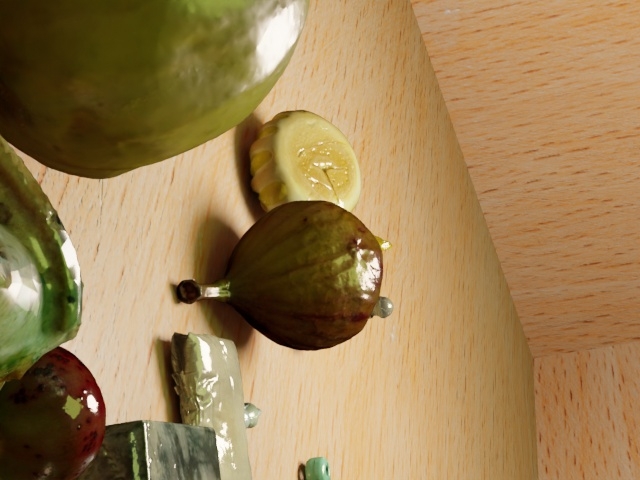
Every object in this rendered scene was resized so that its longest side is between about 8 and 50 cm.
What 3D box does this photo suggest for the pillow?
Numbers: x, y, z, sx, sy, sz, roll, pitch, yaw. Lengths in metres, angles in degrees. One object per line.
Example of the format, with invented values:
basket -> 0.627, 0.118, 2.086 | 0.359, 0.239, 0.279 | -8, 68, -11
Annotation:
pillow -> -0.129, 0.228, 1.417 | 0.148, 0.050, 0.230 | 13, 70, -61

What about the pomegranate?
pomegranate -> -0.251, 0.145, 0.969 | 0.159, 0.129, 0.130 | 25, 55, -64

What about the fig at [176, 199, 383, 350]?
fig -> -0.072, 0.046, 1.559 | 0.320, 0.217, 0.217 | 0, 78, -45

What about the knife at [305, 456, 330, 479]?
knife -> 0.015, 0.447, 1.780 | 0.063, 0.034, 0.261 | -73, 154, -69

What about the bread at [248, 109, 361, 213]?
bread -> -0.030, -0.106, 1.808 | 0.213, 0.104, 0.213 | 20, 61, -40

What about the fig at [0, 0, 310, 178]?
fig -> -0.172, -0.230, 1.071 | 0.343, 0.343, 0.344 | -11, 90, -73

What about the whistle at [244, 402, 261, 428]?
whistle -> -0.101, 0.232, 1.530 | 0.100, 0.035, 0.035 | 2, 77, -73

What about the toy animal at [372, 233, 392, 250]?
toy animal -> 0.000, 0.000, 1.913 | 0.155, 0.219, 0.095 | -61, 175, -5

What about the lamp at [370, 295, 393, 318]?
lamp -> 0.036, 0.117, 1.816 | 0.091, 0.163, 0.091 | -10, 90, -75

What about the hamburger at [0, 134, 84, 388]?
hamburger -> -0.290, 0.006, 0.851 | 0.168, 0.192, 0.288 | -74, 150, -74

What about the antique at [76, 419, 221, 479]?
antique -> -0.179, 0.235, 1.192 | 0.183, 0.088, 0.086 | 31, 49, -67
